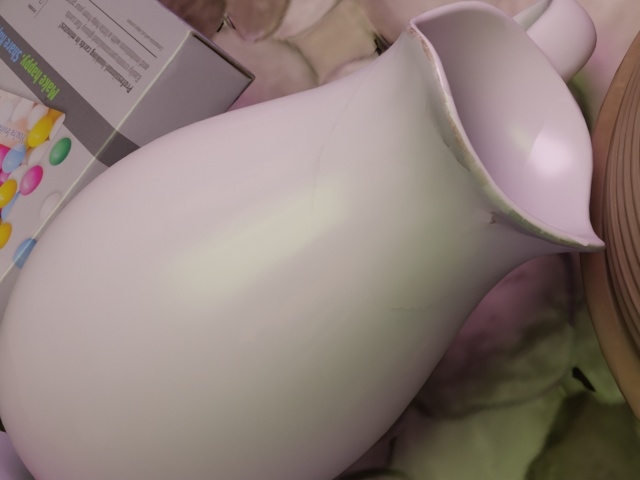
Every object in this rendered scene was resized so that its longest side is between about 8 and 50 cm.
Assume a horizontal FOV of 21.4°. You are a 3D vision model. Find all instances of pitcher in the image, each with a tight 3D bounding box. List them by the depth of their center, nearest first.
[{"bbox_3d":[0.000,0.000,0.564,0.207,0.178,0.125,-36,96,29],"label":"pitcher"}]

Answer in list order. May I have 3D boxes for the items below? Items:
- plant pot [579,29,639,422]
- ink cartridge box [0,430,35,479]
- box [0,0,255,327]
[{"bbox_3d":[0.175,-0.026,0.474,0.237,0.110,0.237,-11,66,26],"label":"plant pot"},{"bbox_3d":[-0.093,0.140,0.431,0.071,0.330,0.324,-51,56,4],"label":"ink cartridge box"},{"bbox_3d":[-0.123,-0.023,0.662,0.186,0.038,0.145,-53,38,4],"label":"box"}]
